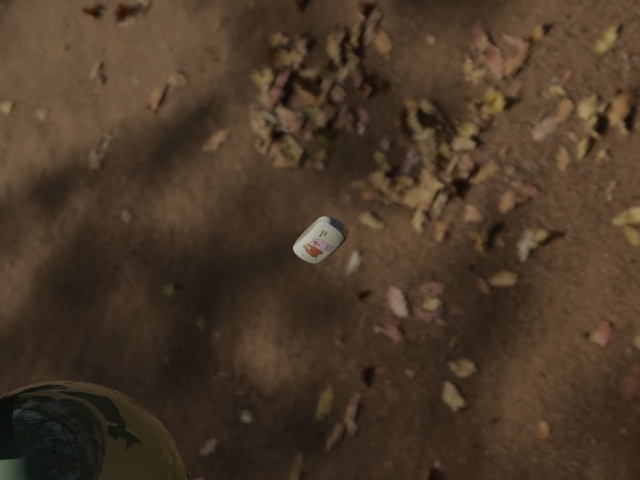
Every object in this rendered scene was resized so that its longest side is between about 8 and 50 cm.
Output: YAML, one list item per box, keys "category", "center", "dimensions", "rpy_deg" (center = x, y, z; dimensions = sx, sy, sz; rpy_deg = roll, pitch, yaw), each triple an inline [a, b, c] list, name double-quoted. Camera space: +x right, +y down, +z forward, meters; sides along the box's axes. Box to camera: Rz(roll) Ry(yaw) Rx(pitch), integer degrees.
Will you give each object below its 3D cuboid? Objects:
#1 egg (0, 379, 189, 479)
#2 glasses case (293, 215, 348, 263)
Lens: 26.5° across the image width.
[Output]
- category: "egg"
  center: [-0.229, 0.232, 1.252]
  dimensions: [0.203, 0.283, 0.203]
  rpy_deg: [-8, 70, 21]
- category: "glasses case"
  center: [0.000, 0.000, 1.299]
  dimensions: [0.083, 0.032, 0.021]
  rpy_deg: [-42, 18, 58]
